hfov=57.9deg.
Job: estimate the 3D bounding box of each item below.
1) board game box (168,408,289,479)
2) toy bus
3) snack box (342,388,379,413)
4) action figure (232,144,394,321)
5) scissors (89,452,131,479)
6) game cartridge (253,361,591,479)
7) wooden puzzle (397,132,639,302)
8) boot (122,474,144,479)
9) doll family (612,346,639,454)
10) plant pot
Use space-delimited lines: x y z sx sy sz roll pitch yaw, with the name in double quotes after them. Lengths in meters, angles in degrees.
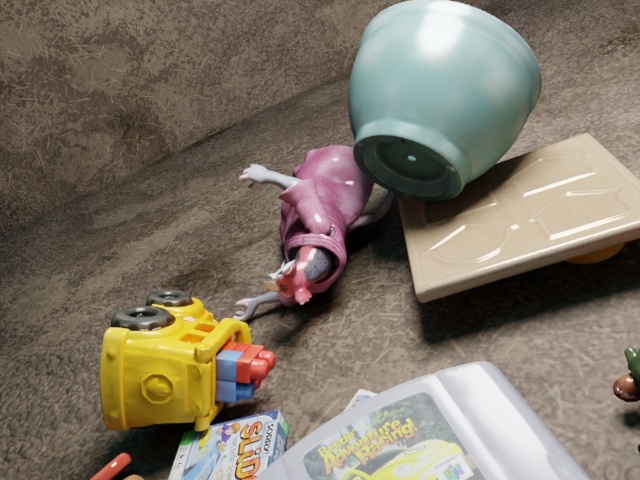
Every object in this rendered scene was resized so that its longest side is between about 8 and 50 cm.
-0.112 0.288 0.639 0.136 0.035 0.201 -18 28 14 "board game box"
-0.162 0.159 0.792 0.211 0.149 0.220 2 10 8 "toy bus"
0.097 0.209 0.625 0.178 0.022 0.064 4 40 43 "snack box"
0.000 0.000 0.952 0.275 0.248 0.370 6 30 -1 "action figure"
-0.345 0.355 0.666 0.297 0.021 0.109 -38 -5 -24 "scissors"
0.075 0.234 0.522 0.294 0.060 0.196 -27 37 -7 "game cartridge"
0.285 -0.029 0.844 0.322 0.080 0.348 -18 23 12 "wooden puzzle"
-0.207 0.333 0.518 0.264 0.096 0.280 -47 11 20 "boot"
0.300 0.152 0.479 0.076 0.111 0.193 21 28 10 "doll family"
0.162 -0.184 0.886 0.293 0.293 0.196 5 62 44 "plant pot"
